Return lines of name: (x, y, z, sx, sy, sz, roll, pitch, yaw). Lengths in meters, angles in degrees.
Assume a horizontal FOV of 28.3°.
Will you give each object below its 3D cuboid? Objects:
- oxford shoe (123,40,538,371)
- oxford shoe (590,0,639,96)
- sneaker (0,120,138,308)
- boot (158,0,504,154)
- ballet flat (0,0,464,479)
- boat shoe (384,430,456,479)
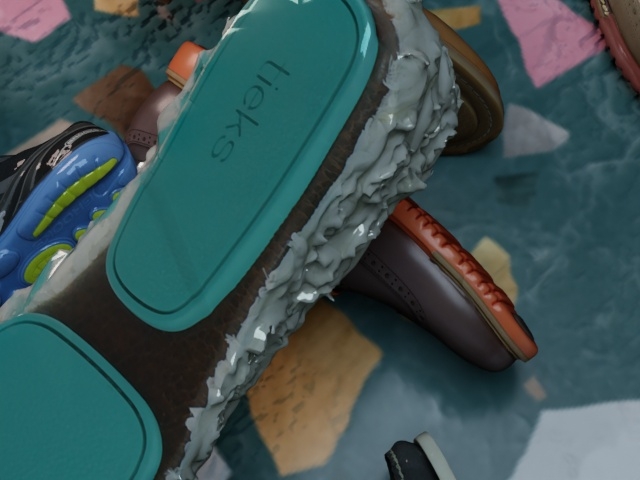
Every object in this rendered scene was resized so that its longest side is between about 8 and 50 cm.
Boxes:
oxford shoe: (0.000, 0.000, 0.719, 0.271, 0.097, 0.098, 38, 91, 21)
oxford shoe: (0.265, -0.102, 0.720, 0.123, 0.130, 0.348, -27, 71, -9)
sneaker: (-0.186, 0.001, 0.728, 0.188, 0.067, 0.078, -38, 36, 1)
boot: (0.011, -0.192, 0.788, 0.283, 0.109, 0.220, 26, 51, -1)
ballet flat: (-0.069, 0.052, 0.621, 0.147, 0.147, 0.409, 43, 100, 16)
boat shoe: (0.054, 0.211, 0.629, 0.079, 0.084, 0.233, -7, 72, -2)
